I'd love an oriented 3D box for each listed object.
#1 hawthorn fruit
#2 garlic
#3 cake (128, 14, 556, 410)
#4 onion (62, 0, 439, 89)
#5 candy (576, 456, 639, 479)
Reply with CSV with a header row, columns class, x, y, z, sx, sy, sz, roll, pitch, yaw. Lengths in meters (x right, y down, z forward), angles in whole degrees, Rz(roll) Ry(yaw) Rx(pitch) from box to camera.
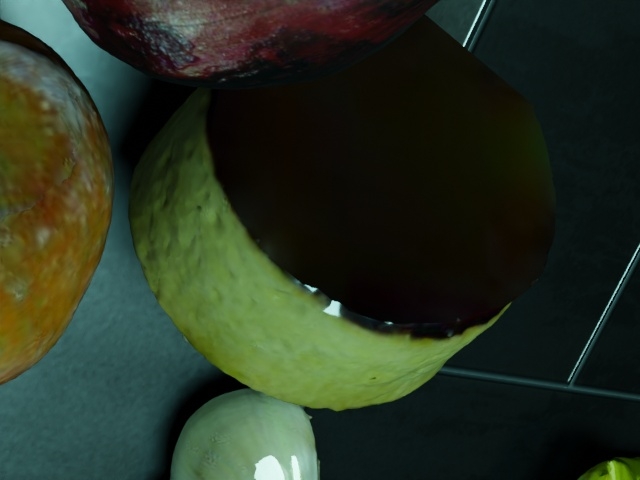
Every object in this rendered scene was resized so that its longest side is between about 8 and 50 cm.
class,x,y,z,sx,sy,sz,roll,pitch,yaw
hawthorn fruit,-0.170,-0.015,0.577,0.173,0.173,0.173,-17,125,-25
garlic,-0.049,0.167,0.823,0.124,0.099,0.174,8,109,-17
cake,0.000,0.000,0.701,0.208,0.185,0.178,-16,161,-28
onion,0.002,-0.180,0.547,0.281,0.281,0.221,-43,147,-5
candy,0.244,0.249,1.077,0.297,0.081,0.187,10,111,-50
